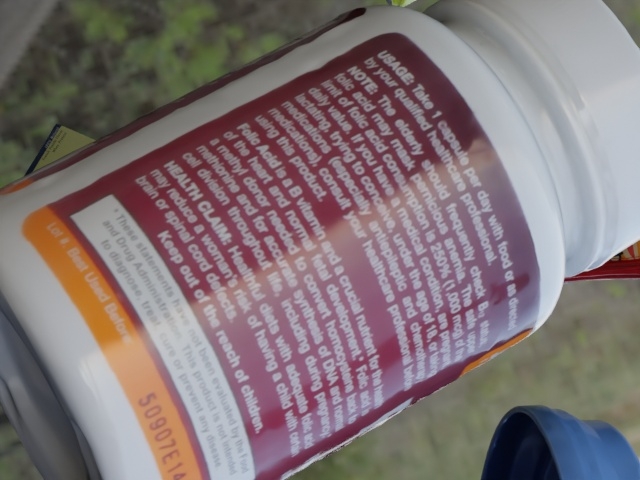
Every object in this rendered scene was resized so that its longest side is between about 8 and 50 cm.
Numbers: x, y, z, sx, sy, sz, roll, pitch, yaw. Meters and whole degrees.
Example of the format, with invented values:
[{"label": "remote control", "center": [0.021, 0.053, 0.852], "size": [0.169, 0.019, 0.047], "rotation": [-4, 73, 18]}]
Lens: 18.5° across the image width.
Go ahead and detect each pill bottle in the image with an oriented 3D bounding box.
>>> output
[{"label": "pill bottle", "center": [0.000, 0.000, 1.150], "size": [0.392, 0.224, 0.224], "rotation": [-28, 172, -19]}]

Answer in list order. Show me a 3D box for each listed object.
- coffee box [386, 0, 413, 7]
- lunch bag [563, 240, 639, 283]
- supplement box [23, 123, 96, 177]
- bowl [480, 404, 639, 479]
[{"label": "coffee box", "center": [0.109, -0.480, 1.728], "size": [0.337, 0.334, 0.338], "rotation": [-29, 148, -4]}, {"label": "lunch bag", "center": [0.327, -0.058, 1.750], "size": [0.293, 0.120, 0.258], "rotation": [-27, -166, -40]}, {"label": "supplement box", "center": [-0.261, -0.067, 2.098], "size": [0.083, 0.083, 0.056], "rotation": [23, 168, 36]}, {"label": "bowl", "center": [0.192, 0.325, 1.534], "size": [0.077, 0.391, 0.391], "rotation": [1, 165, -7]}]
